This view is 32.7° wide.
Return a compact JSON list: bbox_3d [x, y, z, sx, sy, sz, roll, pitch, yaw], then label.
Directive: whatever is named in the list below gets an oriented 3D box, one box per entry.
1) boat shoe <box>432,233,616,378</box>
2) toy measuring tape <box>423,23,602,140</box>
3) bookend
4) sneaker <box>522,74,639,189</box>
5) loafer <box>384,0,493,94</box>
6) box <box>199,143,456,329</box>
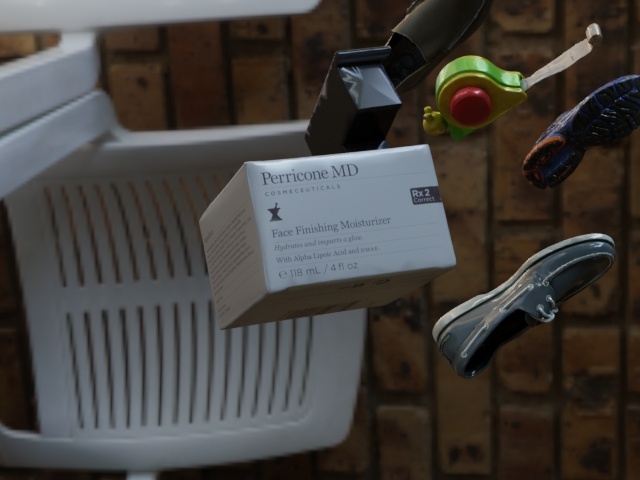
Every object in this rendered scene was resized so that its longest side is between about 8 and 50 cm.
[{"bbox_3d":[0.328,0.107,1.695,0.116,0.319,0.099,45,18,-44],"label":"boat shoe"},{"bbox_3d":[0.294,-0.277,1.789,0.121,0.330,0.121,39,32,-31],"label":"toy measuring tape"},{"bbox_3d":[0.057,-0.117,1.286,0.156,0.072,0.157,66,-28,29],"label":"bookend"},{"bbox_3d":[0.383,-0.170,1.585,0.083,0.221,0.087,45,28,-16],"label":"sneaker"},{"bbox_3d":[0.158,-0.295,1.555,0.251,0.094,0.087,-54,175,35],"label":"loafer"},{"bbox_3d":[0.000,0.000,1.015,0.182,0.181,0.119,141,-60,-66],"label":"box"}]
